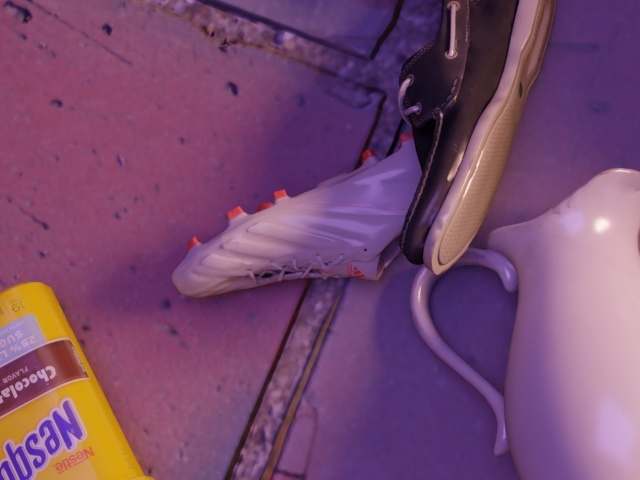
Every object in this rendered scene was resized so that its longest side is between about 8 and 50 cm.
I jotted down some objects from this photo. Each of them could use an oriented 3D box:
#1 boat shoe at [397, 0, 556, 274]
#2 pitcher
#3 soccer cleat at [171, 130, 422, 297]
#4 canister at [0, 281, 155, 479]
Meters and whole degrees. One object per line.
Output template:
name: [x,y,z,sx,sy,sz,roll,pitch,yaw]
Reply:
boat shoe: [0.085,-0.083,1.164,0.079,0.084,0.233,12,63,14]
pitcher: [0.146,0.082,1.136,0.177,0.125,0.207,-21,67,27]
soccer cleat: [0.000,0.000,1.192,0.196,0.068,0.076,-25,81,2]
canister: [-0.192,0.127,1.201,0.126,0.073,0.170,-30,76,4]
